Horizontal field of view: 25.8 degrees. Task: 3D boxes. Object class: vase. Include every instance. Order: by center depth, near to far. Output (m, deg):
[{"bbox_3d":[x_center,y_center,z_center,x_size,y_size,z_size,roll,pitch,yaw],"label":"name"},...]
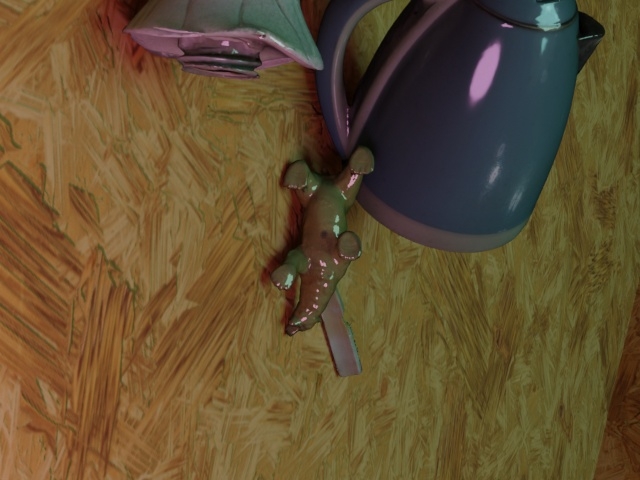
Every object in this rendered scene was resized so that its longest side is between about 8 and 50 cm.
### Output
[{"bbox_3d":[-0.057,-0.368,1.258,0.250,0.250,0.445,8,90,-66],"label":"vase"}]

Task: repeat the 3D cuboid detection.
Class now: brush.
[{"bbox_3d":[0.021,0.100,1.736,0.030,0.033,0.178,-70,152,-46],"label":"brush"}]

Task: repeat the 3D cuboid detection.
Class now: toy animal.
[{"bbox_3d":[0.000,0.000,1.627,0.101,0.103,0.218,97,-1,-72],"label":"toy animal"}]

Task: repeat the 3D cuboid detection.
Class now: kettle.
[{"bbox_3d":[0.149,-0.195,1.642,0.247,0.320,0.342,-90,-166,-47],"label":"kettle"}]
